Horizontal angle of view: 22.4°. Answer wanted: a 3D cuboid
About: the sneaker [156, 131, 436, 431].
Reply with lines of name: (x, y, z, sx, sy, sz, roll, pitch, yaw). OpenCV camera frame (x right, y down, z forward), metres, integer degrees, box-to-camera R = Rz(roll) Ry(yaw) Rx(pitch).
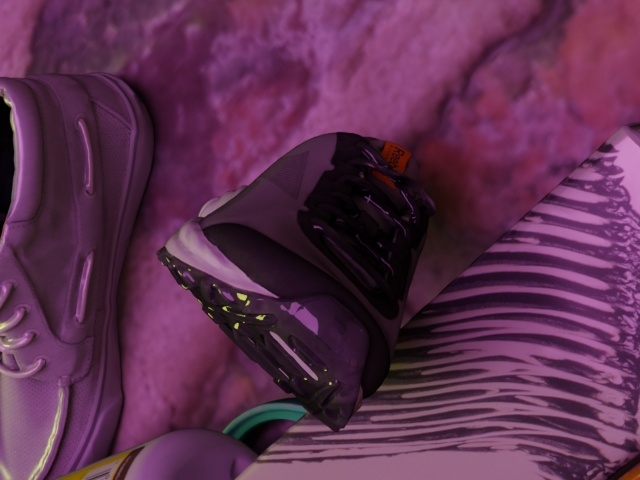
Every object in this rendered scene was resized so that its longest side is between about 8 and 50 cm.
sneaker: (0.000, 0.000, 0.711, 0.108, 0.271, 0.100, -42, 100, 6)

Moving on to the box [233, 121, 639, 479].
box: (0.086, 0.073, 0.721, 0.275, 0.094, 0.113, -46, 75, 25)

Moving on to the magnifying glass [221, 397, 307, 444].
magnifying glass: (0.035, 0.108, 0.822, 0.231, 0.026, 0.092, -23, 81, 28)

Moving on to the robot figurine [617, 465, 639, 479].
robot figurine: (0.134, 0.163, 0.678, 0.291, 0.211, 0.085, -40, 53, 21)

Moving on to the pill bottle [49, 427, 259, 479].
pill bottle: (-0.121, 0.180, 0.845, 0.215, 0.117, 0.117, -25, 80, 37)

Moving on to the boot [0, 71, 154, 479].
boot: (-0.170, 0.033, 0.879, 0.095, 0.123, 0.258, 13, 99, 29)
